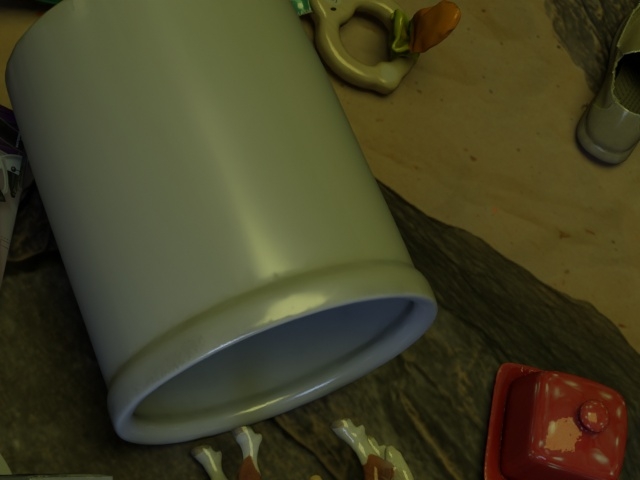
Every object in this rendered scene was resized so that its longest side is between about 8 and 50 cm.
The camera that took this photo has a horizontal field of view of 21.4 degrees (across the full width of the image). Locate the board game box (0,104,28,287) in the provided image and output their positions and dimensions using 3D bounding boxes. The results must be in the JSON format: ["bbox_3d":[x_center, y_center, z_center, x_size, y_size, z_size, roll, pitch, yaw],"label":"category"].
[{"bbox_3d":[-0.404,-0.005,1.649,0.208,0.056,0.346,23,59,-29],"label":"board game box"}]

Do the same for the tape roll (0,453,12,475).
[{"bbox_3d":[-0.378,0.260,1.510,0.219,0.072,0.219,9,77,-40],"label":"tape roll"}]

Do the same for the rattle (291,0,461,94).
[{"bbox_3d":[0.038,-0.266,1.933,0.200,0.143,0.130,40,77,-7],"label":"rattle"}]

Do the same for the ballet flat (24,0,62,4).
[{"bbox_3d":[-0.365,-0.319,1.775,0.342,0.116,0.124,-3,47,-47],"label":"ballet flat"}]

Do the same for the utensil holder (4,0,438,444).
[{"bbox_3d":[-0.108,-0.041,1.659,0.328,0.327,0.385,-14,71,-26],"label":"utensil holder"}]

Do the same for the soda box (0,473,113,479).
[{"bbox_3d":[-0.245,0.350,1.497,0.091,0.098,0.286,6,79,-41],"label":"soda box"}]

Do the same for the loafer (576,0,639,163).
[{"bbox_3d":[0.402,-0.209,2.069,0.102,0.092,0.268,30,59,-6],"label":"loafer"}]

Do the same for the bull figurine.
[{"bbox_3d":[-0.035,0.279,1.665,0.310,0.101,0.188,1,63,-22],"label":"bull figurine"}]

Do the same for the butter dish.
[{"bbox_3d":[0.270,0.203,1.810,0.160,0.118,0.159,18,60,-12],"label":"butter dish"}]
